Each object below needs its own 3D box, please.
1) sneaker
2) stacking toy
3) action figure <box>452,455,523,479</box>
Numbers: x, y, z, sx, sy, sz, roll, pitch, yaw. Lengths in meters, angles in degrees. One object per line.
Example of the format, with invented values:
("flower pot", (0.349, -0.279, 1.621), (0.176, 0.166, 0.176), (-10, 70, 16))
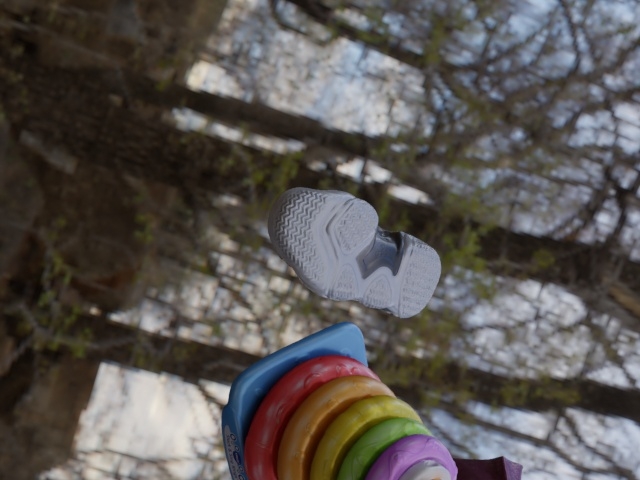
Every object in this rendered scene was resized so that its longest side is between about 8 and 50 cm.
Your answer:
("sneaker", (0.000, 0.000, 1.406), (0.153, 0.268, 0.101), (23, -92, 39))
("stacking toy", (0.060, 0.211, 1.225), (0.302, 0.166, 0.175), (24, -48, 48))
("action figure", (0.205, 0.461, 1.974), (0.370, 0.276, 0.248), (-89, -161, -54))
